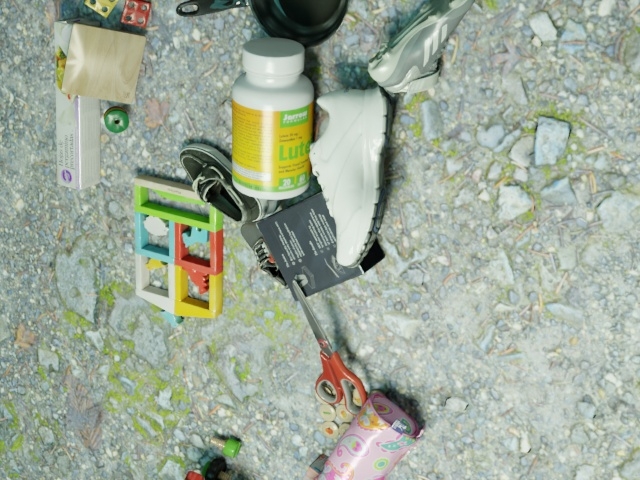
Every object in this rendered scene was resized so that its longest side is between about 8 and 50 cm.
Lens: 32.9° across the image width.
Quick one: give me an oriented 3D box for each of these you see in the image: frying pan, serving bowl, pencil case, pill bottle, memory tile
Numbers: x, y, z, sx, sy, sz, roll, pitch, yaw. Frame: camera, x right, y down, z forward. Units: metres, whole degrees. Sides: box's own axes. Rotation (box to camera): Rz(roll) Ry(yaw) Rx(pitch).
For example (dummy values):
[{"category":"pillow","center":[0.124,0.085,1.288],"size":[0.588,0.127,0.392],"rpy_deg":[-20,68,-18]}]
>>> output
[{"category":"frying pan","center":[-0.079,-0.387,1.805],"size":[0.326,0.053,0.197],"rpy_deg":[-29,93,36]},{"category":"serving bowl","center":[-0.098,-0.087,1.936],"size":[0.083,0.027,0.083],"rpy_deg":[18,118,38]},{"category":"pencil case","center":[0.066,0.410,1.933],"size":[0.124,0.124,0.284],"rpy_deg":[38,104,14]},{"category":"pill bottle","center":[-0.080,-0.204,1.806],"size":[0.136,0.136,0.246],"rpy_deg":[17,122,25]},{"category":"memory tile","center":[0.061,0.322,2.006],"size":[0.148,0.012,0.113],"rpy_deg":[1,108,31]}]

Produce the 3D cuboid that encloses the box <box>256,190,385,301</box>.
[{"category":"box","center":[0.000,0.000,1.875],"size":[0.158,0.093,0.156],"rpy_deg":[-24,95,34]}]

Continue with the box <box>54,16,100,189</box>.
[{"category":"box","center":[-0.463,-0.260,2.070],"size":[0.063,0.067,0.324],"rpy_deg":[16,116,26]}]

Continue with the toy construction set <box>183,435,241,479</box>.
[{"category":"toy construction set","center":[-0.183,0.591,2.092],"size":[0.237,0.309,0.258],"rpy_deg":[19,124,18]}]

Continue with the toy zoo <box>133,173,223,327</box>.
[{"category":"toy zoo","center":[-0.273,0.032,2.086],"size":[0.192,0.030,0.293],"rpy_deg":[13,114,26]}]

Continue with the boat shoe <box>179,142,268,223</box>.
[{"category":"boat shoe","center":[-0.189,-0.104,1.946],"size":[0.219,0.070,0.078],"rpy_deg":[36,129,29]}]

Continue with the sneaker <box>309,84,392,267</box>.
[{"category":"sneaker","center":[0.045,-0.105,1.765],"size":[0.129,0.111,0.297],"rpy_deg":[4,90,9]}]

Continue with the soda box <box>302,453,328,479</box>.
[{"category":"soda box","center":[0.052,0.486,2.044],"size":[0.183,0.058,0.063],"rpy_deg":[33,121,17]}]

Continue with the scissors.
[{"category":"scissors","center":[0.021,0.193,1.913],"size":[0.109,0.021,0.297],"rpy_deg":[13,131,31]}]

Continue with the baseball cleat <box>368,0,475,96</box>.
[{"category":"baseball cleat","center":[0.172,-0.306,1.685],"size":[0.206,0.072,0.109],"rpy_deg":[-36,122,22]}]

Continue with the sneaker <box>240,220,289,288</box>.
[{"category":"sneaker","center":[-0.091,0.025,1.955],"size":[0.158,0.065,0.061],"rpy_deg":[43,123,10]}]

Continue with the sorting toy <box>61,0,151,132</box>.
[{"category":"sorting toy","center":[-0.395,-0.336,1.977],"size":[0.132,0.046,0.275],"rpy_deg":[7,117,-20]}]
